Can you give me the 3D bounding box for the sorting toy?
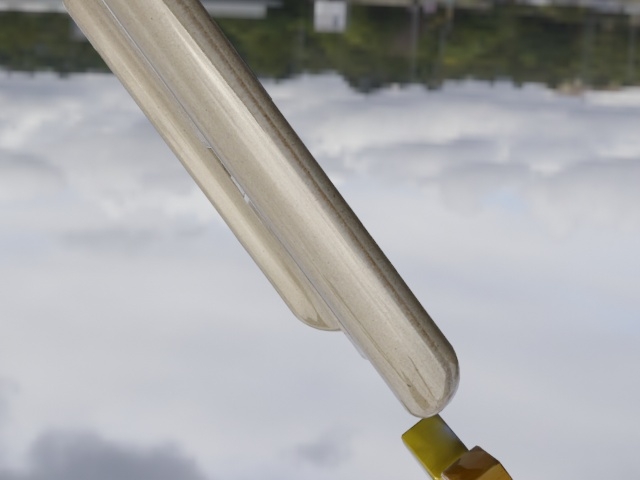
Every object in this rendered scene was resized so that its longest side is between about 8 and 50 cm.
[{"bbox_3d":[0.000,0.000,0.734,0.041,0.307,0.229,-37,-170,-5],"label":"sorting toy"}]
